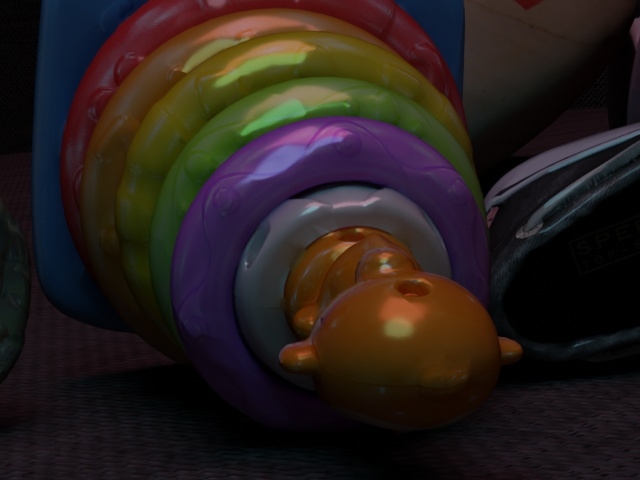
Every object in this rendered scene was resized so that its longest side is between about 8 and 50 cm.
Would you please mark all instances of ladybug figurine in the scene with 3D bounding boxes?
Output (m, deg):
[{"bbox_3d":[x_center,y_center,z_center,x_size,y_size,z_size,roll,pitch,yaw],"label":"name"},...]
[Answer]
[{"bbox_3d":[0.037,-0.118,1.090,0.305,0.162,0.449,-27,7,20],"label":"ladybug figurine"}]

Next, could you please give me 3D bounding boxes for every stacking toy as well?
[{"bbox_3d":[0.000,0.000,0.589,0.175,0.165,0.302,0,16,-13],"label":"stacking toy"}]

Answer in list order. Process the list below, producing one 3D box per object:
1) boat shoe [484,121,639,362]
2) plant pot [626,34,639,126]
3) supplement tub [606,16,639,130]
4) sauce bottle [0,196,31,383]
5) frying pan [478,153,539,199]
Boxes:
[{"bbox_3d":[0.198,-0.035,0.643,0.306,0.113,0.105,-17,9,6],"label":"boat shoe"},{"bbox_3d":[0.291,-0.083,0.956,0.180,0.201,0.201,18,16,30],"label":"plant pot"},{"bbox_3d":[0.300,-0.093,1.162,0.200,0.144,0.144,-4,6,-2],"label":"supplement tub"},{"bbox_3d":[-0.249,0.013,0.718,0.111,0.111,0.344,-9,7,-41],"label":"sauce bottle"},{"bbox_3d":[0.044,-0.036,1.304,0.326,0.053,0.197,1,7,18],"label":"frying pan"}]
